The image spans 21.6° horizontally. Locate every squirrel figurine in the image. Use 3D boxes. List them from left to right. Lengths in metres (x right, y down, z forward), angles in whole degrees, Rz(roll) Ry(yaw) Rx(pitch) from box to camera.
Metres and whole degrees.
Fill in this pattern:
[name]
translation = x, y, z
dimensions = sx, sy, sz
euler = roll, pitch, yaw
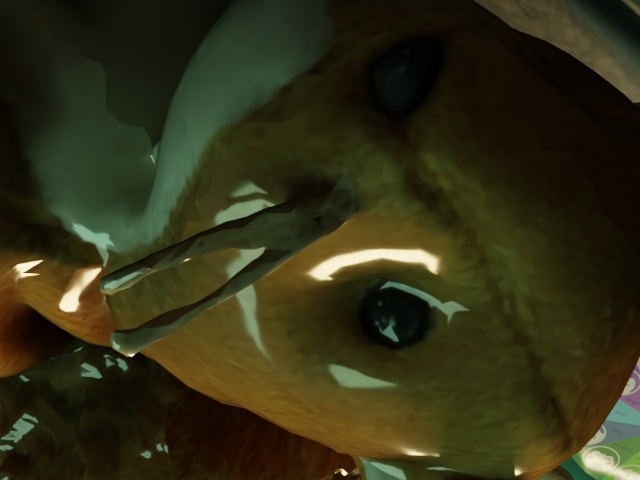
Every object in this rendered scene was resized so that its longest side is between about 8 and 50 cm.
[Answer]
[squirrel figurine]
translation = -0.058, -0.009, 0.589
dimensions = 0.370, 0.281, 0.397
euler = 16, 151, 19

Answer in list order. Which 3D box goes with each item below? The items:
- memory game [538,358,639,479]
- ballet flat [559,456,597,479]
[memory game]
translation = 0.162, 0.092, 0.778
dimensions = 0.186, 0.012, 0.186
euler = 6, 131, 6
[ballet flat]
translation = 0.083, 0.035, 0.843
dimensions = 0.409, 0.147, 0.147
euler = 45, 167, -25
